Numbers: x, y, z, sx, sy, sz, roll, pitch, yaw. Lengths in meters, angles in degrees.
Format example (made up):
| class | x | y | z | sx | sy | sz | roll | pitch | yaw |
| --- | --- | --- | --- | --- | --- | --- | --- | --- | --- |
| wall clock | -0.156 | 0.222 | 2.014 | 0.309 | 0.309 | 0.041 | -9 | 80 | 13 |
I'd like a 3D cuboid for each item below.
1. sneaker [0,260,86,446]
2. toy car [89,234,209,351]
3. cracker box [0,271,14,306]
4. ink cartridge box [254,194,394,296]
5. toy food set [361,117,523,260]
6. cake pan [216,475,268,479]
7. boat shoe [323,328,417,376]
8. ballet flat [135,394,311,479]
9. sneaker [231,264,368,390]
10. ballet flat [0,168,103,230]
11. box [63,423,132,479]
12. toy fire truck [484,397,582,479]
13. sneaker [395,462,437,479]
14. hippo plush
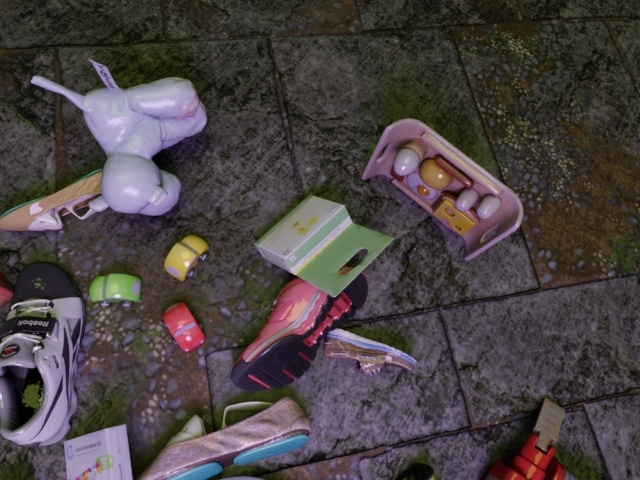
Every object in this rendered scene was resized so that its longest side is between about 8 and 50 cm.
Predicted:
| class | x | y | z | sx | sy | sz | roll | pitch | yaw |
| --- | --- | --- | --- | --- | --- | --- | --- | --- | --- |
| sneaker | -0.489 | 0.178 | 0.790 | 0.123 | 0.146 | 0.330 | -11 | 71 | -10 |
| toy car | -0.334 | 0.095 | 0.888 | 0.225 | 0.053 | 0.238 | 1 | 70 | -8 |
| cracker box | -0.672 | 0.125 | 0.774 | 0.232 | 0.155 | 0.067 | -38 | 80 | -18 |
| ink cartridge box | 0.000 | 0.000 | 0.896 | 0.171 | 0.235 | 0.056 | -43 | 126 | -20 |
| toy food set | 0.234 | -0.091 | 0.949 | 0.306 | 0.219 | 0.092 | 41 | 69 | 7 |
| cake pan | -0.132 | 0.529 | 0.709 | 0.294 | 0.054 | 0.293 | 5 | 46 | -6 |
| boat shoe | 0.095 | 0.230 | 0.900 | 0.184 | 0.066 | 0.066 | 17 | 73 | 9 |
| ballet flat | -0.177 | 0.353 | 0.805 | 0.317 | 0.107 | 0.106 | -12 | 52 | -18 |
| sneaker | -0.051 | 0.157 | 0.893 | 0.314 | 0.115 | 0.136 | -42 | 39 | -9 |
| ballet flat | -0.512 | -0.064 | 0.910 | 0.232 | 0.080 | 0.073 | -32 | 89 | -17 |
| box | -0.352 | 0.404 | 0.733 | 0.038 | 0.145 | 0.186 | 10 | 60 | -52 |
| toy fire truck | 0.437 | 0.435 | 0.841 | 0.217 | 0.158 | 0.246 | 34 | 79 | 5 |
| sneaker | 0.119 | 0.531 | 0.769 | 0.300 | 0.111 | 0.121 | -39 | 84 | -17 |
| hippo plush | -0.330 | -0.172 | 0.881 | 0.235 | 0.294 | 0.236 | -13 | 82 | 5 |
